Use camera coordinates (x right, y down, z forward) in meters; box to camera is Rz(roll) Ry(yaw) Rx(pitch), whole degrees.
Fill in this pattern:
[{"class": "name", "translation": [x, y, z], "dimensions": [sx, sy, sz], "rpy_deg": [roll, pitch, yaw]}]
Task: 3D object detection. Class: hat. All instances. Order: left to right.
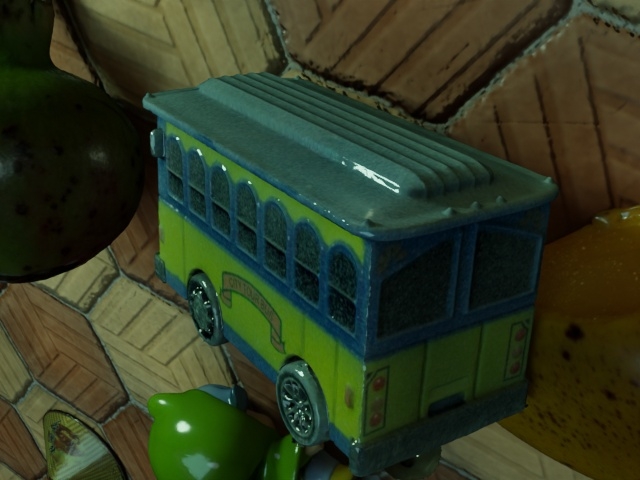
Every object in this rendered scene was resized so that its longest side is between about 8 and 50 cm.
[{"class": "hat", "translation": [-0.413, 0.376, 1.402], "dimensions": [0.193, 0.082, 0.193], "rpy_deg": [21, 133, 25]}]

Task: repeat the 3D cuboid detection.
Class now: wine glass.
[{"class": "wine glass", "translation": [0.073, 0.300, 0.942], "dimensions": [0.074, 0.074, 0.262], "rpy_deg": [29, 138, 19]}]

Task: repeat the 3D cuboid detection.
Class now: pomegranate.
[{"class": "pomegranate", "translation": [-0.315, -0.105, 0.823], "dimensions": [0.242, 0.242, 0.306], "rpy_deg": [-9, 112, 44]}]

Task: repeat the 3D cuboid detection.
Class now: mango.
[{"class": "mango", "translation": [0.214, 0.085, 0.588], "dimensions": [0.290, 0.160, 0.191], "rpy_deg": [-4, 127, 47]}]

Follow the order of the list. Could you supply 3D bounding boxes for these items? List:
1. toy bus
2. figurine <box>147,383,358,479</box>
[{"class": "toy bus", "translation": [0.000, 0.000, 0.607], "dimensions": [0.312, 0.152, 0.190], "rpy_deg": [33, 129, 49]}, {"class": "figurine", "translation": [-0.082, 0.254, 0.991], "dimensions": [0.263, 0.143, 0.162], "rpy_deg": [15, 128, 16]}]
